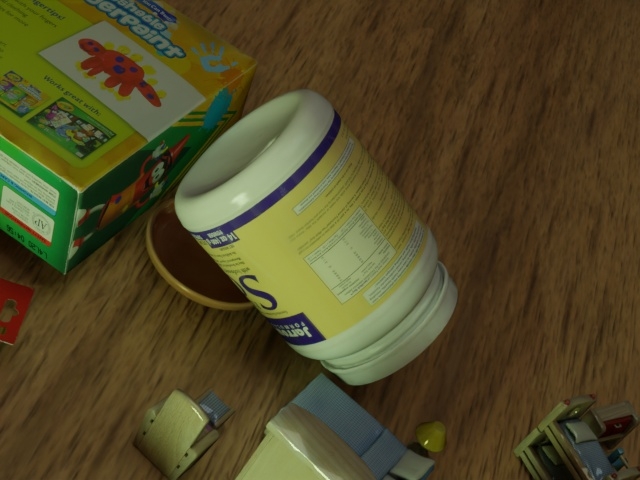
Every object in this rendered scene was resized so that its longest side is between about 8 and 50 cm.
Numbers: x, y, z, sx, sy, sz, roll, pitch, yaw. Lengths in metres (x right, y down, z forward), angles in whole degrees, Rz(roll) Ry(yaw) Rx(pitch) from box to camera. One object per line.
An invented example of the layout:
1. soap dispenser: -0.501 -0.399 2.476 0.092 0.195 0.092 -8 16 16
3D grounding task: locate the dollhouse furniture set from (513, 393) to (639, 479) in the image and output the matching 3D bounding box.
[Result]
1. dollhouse furniture set: 0.393 0.291 1.734 0.183 0.129 0.129 -6 53 -37

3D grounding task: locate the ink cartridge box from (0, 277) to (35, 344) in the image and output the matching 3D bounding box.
1. ink cartridge box: -0.427 0.043 1.482 0.179 0.045 0.145 20 23 -11

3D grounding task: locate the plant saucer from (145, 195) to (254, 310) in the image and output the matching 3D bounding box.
1. plant saucer: -0.147 0.020 1.725 0.200 0.037 0.200 17 43 -17

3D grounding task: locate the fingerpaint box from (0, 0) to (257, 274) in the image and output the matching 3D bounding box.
1. fingerpaint box: -0.373 -0.215 1.658 0.445 0.163 0.371 34 46 12

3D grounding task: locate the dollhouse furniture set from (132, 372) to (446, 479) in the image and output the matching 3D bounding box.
1. dollhouse furniture set: 0.001 0.210 1.506 0.286 0.198 0.303 42 40 11

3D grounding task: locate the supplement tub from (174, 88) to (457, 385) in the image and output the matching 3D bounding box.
1. supplement tub: 0.000 0.000 1.617 0.331 0.241 0.241 50 35 -20
